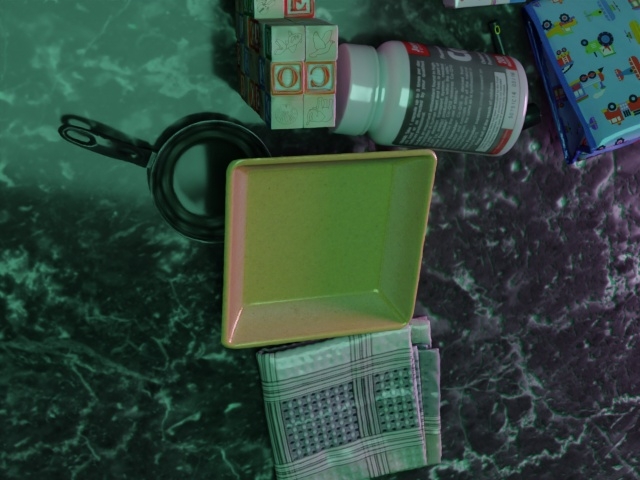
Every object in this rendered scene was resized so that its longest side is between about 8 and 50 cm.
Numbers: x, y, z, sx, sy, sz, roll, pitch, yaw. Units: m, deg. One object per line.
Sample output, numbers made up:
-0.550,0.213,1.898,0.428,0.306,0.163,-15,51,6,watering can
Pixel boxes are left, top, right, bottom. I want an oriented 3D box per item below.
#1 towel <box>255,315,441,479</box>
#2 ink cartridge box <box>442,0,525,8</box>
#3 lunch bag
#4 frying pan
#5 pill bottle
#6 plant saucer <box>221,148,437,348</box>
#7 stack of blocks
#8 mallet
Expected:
0.065,0.303,1.570,0.324,0.056,0.312,-11,110,-12,towel
0.257,-0.415,1.393,0.122,0.052,0.089,-8,109,-11,ink cartridge box
0.468,-0.302,1.427,0.220,0.138,0.293,-19,87,-2,lunch bag
-0.230,-0.089,1.370,0.325,0.053,0.197,-3,108,-13,frying pan
0.160,-0.222,1.370,0.283,0.161,0.161,4,106,-16,pill bottle
0.000,0.000,1.412,0.332,0.081,0.333,-5,120,-18,plant saucer
-0.054,-0.267,1.227,0.087,0.297,0.171,-4,109,-13,stack of blocks
0.305,-0.267,1.465,0.062,0.039,0.190,-29,107,-2,mallet
